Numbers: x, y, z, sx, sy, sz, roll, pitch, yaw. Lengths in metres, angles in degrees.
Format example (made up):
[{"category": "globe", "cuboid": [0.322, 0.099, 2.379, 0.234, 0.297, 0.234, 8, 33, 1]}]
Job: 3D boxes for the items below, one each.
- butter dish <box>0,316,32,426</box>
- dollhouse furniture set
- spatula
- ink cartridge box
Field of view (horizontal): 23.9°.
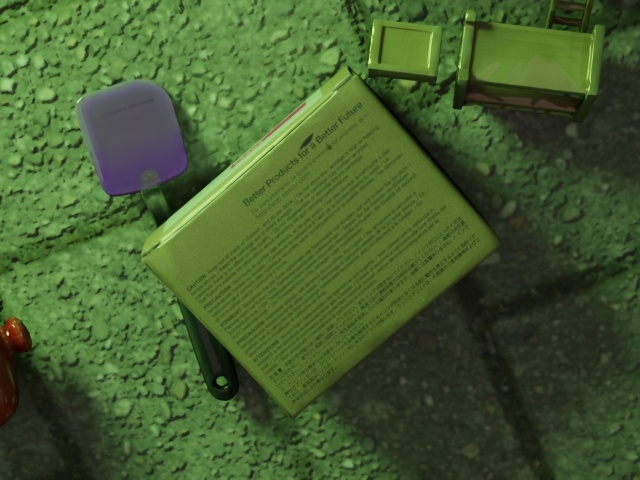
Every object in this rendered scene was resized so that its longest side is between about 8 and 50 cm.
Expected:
[{"category": "butter dish", "cuboid": [-0.309, 0.106, 1.323, 0.118, 0.160, 0.160, -28, 102, -12]}, {"category": "dollhouse furniture set", "cuboid": [0.139, -0.193, 1.240, 0.182, 0.101, 0.161, 7, 81, 3]}, {"category": "spatula", "cuboid": [-0.128, 0.004, 1.326, 0.084, 0.030, 0.296, -19, 103, 4]}, {"category": "ink cartridge box", "cuboid": [0.000, 0.000, 1.272, 0.234, 0.088, 0.193, -40, 101, 7]}]
